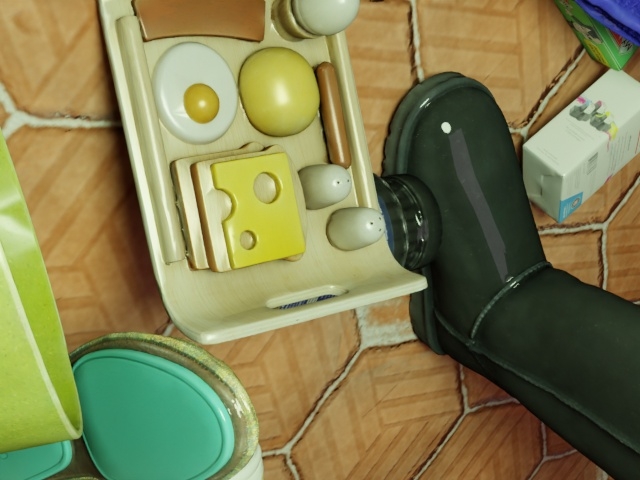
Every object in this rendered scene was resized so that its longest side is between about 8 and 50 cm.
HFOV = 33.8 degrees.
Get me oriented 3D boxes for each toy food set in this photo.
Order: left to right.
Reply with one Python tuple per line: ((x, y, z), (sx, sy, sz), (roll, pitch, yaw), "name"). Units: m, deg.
((-0.031, -0.091, 0.804), (0.220, 0.092, 0.306), (-13, 93, -35), "toy food set")

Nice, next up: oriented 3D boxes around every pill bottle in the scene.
((0.000, 0.000, 0.949), (0.219, 0.123, 0.123), (-11, 124, -35), "pill bottle")

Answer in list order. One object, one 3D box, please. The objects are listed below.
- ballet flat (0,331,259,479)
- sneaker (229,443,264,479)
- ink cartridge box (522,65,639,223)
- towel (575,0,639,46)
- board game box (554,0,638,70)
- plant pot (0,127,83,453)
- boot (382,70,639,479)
((-0.152, 0.129, 0.794), (0.123, 0.348, 0.123), (22, 60, -43), "ballet flat")
((-0.193, 0.213, 0.961), (0.296, 0.112, 0.131), (-18, 110, -33), "sneaker")
((0.307, -0.116, 1.163), (0.181, 0.061, 0.104), (-40, 153, -12), "ink cartridge box")
((0.352, -0.326, 0.960), (0.228, 0.076, 0.308), (21, 101, -30), "towel")
((0.289, -0.338, 1.027), (0.213, 0.046, 0.317), (-51, 138, 1), "board game box")
((-0.324, 0.031, 0.622), (0.293, 0.275, 0.275), (-17, 129, -10), "plant pot")
((0.263, 0.070, 0.982), (0.146, 0.445, 0.367), (-33, 134, -20), "boot")
